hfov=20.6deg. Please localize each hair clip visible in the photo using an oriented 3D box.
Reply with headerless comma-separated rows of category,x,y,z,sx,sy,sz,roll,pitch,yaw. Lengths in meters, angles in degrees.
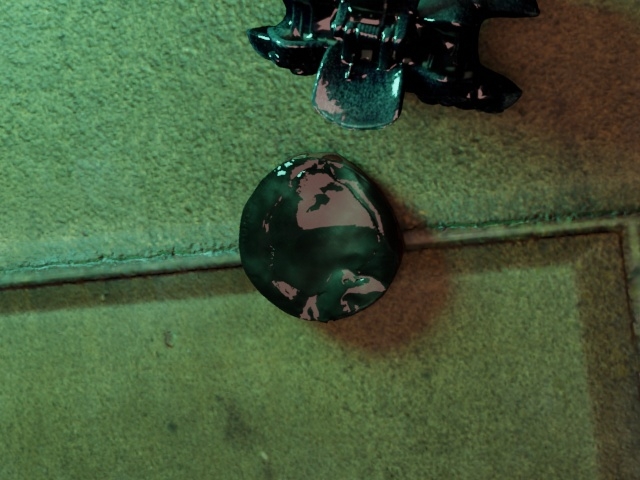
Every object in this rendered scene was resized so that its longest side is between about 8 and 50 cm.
hair clip,0.067,-0.221,1.852,0.310,0.206,0.194,12,103,11

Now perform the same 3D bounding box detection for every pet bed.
pet bed,0.000,0.000,2.011,0.201,0.053,0.201,3,104,13
